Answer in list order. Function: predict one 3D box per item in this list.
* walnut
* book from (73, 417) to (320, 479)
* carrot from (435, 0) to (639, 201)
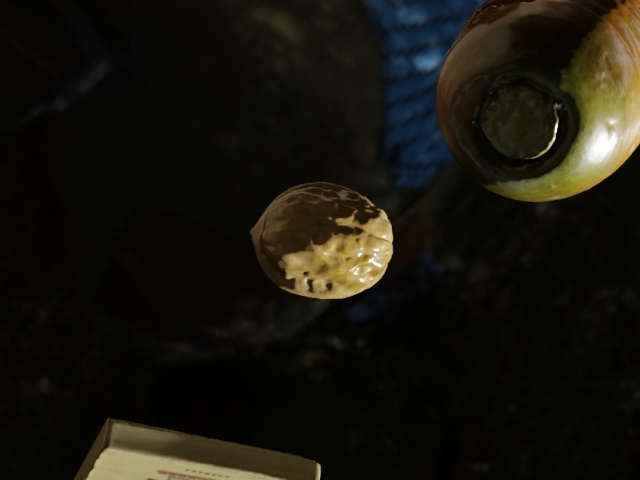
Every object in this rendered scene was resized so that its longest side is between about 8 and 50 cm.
[{"bbox_3d":[0.000,0.000,1.266,0.096,0.082,0.079,6,160,-8],"label":"walnut"},{"bbox_3d":[-0.113,0.206,1.384,0.231,0.161,0.026,122,-24,-52],"label":"book"},{"bbox_3d":[0.108,-0.075,0.758,0.087,0.087,0.193,-43,178,33],"label":"carrot"}]
